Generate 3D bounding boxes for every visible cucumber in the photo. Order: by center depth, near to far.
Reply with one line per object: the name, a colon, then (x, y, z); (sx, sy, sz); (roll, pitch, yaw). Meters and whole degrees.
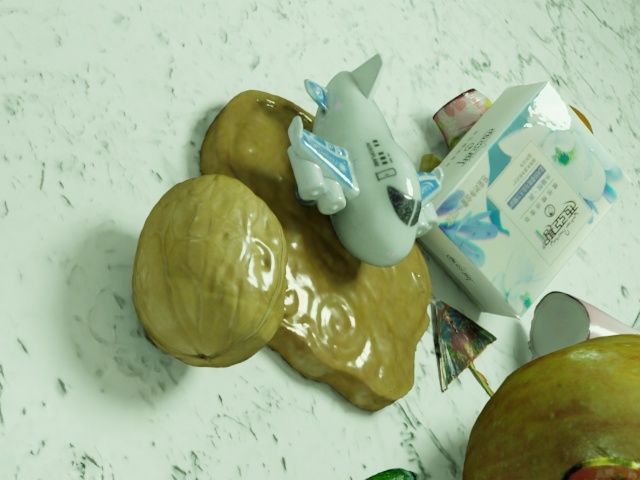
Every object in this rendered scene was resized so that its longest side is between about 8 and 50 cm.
cucumber: (0.071, 0.280, 1.337); (0.155, 0.037, 0.037); (-10, 72, -54)

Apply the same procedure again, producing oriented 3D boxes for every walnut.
walnut: (-0.111, 0.034, 1.193); (0.165, 0.165, 0.197); (29, 53, -36)

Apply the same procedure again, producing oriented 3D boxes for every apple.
apple: (0.352, 0.309, 1.430); (0.400, 0.333, 0.400); (35, 49, -54)

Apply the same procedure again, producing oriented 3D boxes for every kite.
kite: (0.196, 0.149, 1.616); (0.190, 0.010, 0.159); (-29, 90, -54)

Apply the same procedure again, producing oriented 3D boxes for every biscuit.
biscuit: (0.002, -0.001, 1.443); (0.385, 0.062, 0.365); (43, 38, -21)

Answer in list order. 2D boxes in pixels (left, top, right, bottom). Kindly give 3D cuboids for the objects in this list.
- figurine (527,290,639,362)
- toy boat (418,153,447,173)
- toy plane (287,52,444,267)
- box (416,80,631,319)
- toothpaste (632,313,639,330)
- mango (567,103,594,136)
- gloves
figurine: (0.462, 0.185, 1.754); (0.315, 0.284, 0.206); (16, 58, -13)
toy boat: (0.234, -0.052, 1.748); (0.226, 0.068, 0.088); (42, 75, -18)
toy plane: (0.056, -0.092, 1.421); (0.267, 0.122, 0.267); (29, 45, -34)
box: (0.274, -0.058, 1.663); (0.274, 0.116, 0.203); (-48, 108, -16)
toothpaste: (0.585, 0.135, 2.095); (0.048, 0.031, 0.190); (56, 38, -9)
mango: (0.404, -0.200, 2.061); (0.217, 0.102, 0.141); (13, 48, -49)
gloves: (0.273, -0.111, 1.811); (0.126, 0.145, 0.241); (-25, 80, -46)
